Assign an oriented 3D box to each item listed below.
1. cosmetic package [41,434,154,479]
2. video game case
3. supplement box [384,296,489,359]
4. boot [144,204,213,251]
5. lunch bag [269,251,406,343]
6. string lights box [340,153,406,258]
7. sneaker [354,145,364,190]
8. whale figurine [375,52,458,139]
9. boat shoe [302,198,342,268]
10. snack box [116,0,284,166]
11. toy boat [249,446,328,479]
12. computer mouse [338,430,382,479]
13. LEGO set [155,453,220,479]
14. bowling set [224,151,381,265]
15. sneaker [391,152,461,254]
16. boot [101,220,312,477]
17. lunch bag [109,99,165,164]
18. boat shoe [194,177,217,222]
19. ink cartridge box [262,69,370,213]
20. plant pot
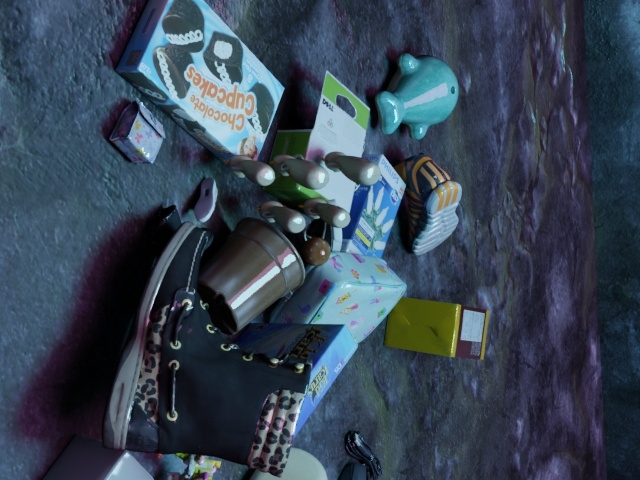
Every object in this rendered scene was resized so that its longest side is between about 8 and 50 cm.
[{"bbox_3d":[-0.371,0.419,1.190,0.238,0.127,0.107,-53,133,-35],"label":"cosmetic package"},{"bbox_3d":[-0.100,0.253,1.442,0.269,0.244,0.061,-50,124,-40],"label":"video game case"},{"bbox_3d":[0.297,0.222,2.040,0.194,0.191,0.129,15,81,-53],"label":"supplement box"},{"bbox_3d":[-0.243,-0.016,1.389,0.121,0.045,0.099,-45,128,-38],"label":"boot"},{"bbox_3d":[0.031,0.133,1.667,0.279,0.108,0.224,6,129,-52],"label":"lunch bag"},{"bbox_3d":[0.100,-0.054,1.833,0.133,0.076,0.260,45,58,-45],"label":"string lights box"},{"bbox_3d":[0.059,-0.170,1.790,0.073,0.063,0.162,111,-12,-65],"label":"sneaker"},{"bbox_3d":[0.236,-0.345,1.935,0.272,0.141,0.216,-36,122,-46],"label":"whale figurine"},{"bbox_3d":[0.000,0.000,1.635,0.219,0.070,0.078,98,-18,-52],"label":"boat shoe"},{"bbox_3d":[-0.197,-0.281,1.408,0.322,0.060,0.187,41,62,-49],"label":"snack box"},{"bbox_3d":[-0.082,0.537,1.622,0.231,0.151,0.151,-54,164,-35],"label":"toy boat"},{"bbox_3d":[0.078,0.601,1.880,0.272,0.072,0.188,-59,138,-32],"label":"computer mouse"},{"bbox_3d":[-0.239,0.397,1.342,0.107,0.132,0.287,-100,179,-67],"label":"LEGO set"},{"bbox_3d":[-0.043,-0.064,1.474,0.287,0.154,0.200,0,106,-31],"label":"bowling set"},{"bbox_3d":[0.252,-0.105,2.000,0.124,0.180,0.321,-25,153,-20],"label":"sneaker"},{"bbox_3d":[-0.154,0.170,1.255,0.138,0.284,0.377,109,-5,-59],"label":"boot"},{"bbox_3d":[-0.290,-0.176,1.299,0.071,0.053,0.083,52,44,-45],"label":"lunch bag"},{"bbox_3d":[-0.201,-0.066,1.435,0.035,0.035,0.100,68,16,-47],"label":"boat shoe"},{"bbox_3d":[-0.001,-0.192,1.663,0.189,0.097,0.255,30,69,-51],"label":"ink cartridge box"},{"bbox_3d":[-0.144,0.071,1.451,0.165,0.167,0.167,-43,127,-32],"label":"plant pot"}]
